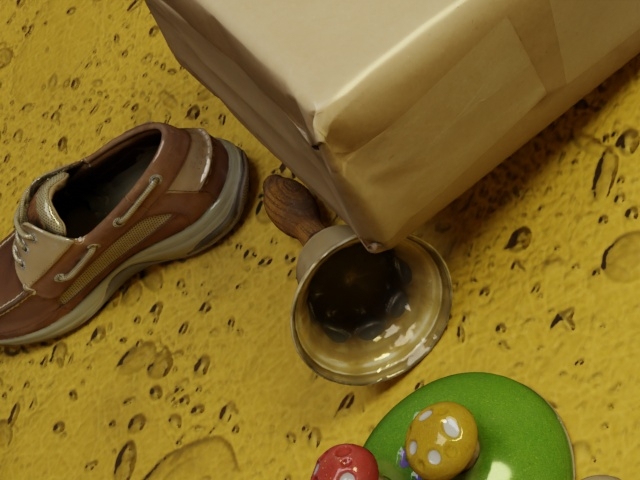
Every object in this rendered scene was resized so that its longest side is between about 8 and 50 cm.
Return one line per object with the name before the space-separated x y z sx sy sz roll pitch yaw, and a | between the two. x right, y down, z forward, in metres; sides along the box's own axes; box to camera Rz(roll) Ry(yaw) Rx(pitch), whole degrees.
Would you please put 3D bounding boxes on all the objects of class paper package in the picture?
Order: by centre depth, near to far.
paper package | 0.059 -0.205 1.376 0.325 0.168 0.309 -38 51 -10

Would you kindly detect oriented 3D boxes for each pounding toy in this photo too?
pounding toy | 0.082 0.172 1.269 0.183 0.110 0.237 -54 42 3

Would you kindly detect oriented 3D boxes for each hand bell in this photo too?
hand bell | 0.000 0.000 1.473 0.126 0.126 0.242 -50 31 8

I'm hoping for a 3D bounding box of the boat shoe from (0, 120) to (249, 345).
boat shoe | -0.213 -0.015 1.646 0.324 0.116 0.123 -31 48 25
